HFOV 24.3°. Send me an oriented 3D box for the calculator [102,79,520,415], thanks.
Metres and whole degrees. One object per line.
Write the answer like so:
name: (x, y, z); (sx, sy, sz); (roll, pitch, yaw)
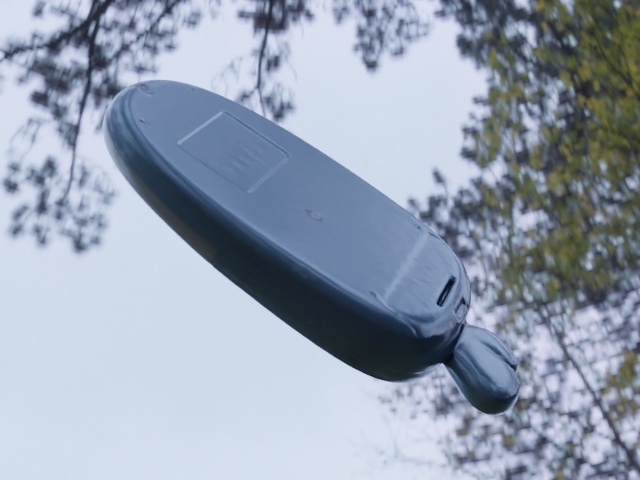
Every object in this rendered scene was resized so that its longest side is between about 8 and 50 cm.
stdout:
calculator: (0.000, 0.000, 0.904); (0.302, 0.188, 0.042); (34, -67, 2)
